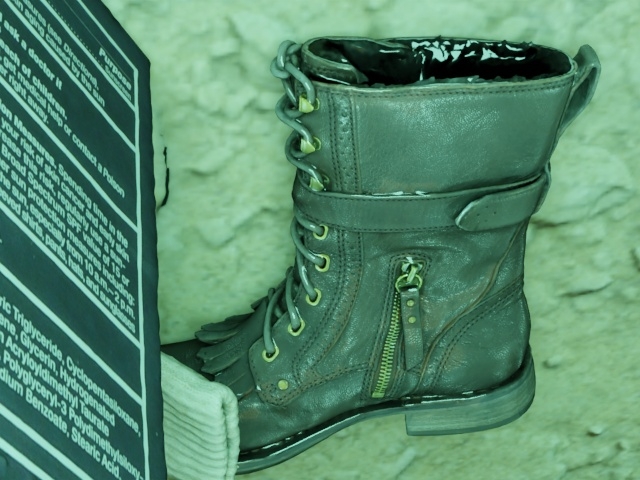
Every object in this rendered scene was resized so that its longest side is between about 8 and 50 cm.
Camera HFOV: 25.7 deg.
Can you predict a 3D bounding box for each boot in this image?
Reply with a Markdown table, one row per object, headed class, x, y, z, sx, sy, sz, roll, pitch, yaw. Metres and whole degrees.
| class | x | y | z | sx | sy | sz | roll | pitch | yaw |
| --- | --- | --- | --- | --- | --- | --- | --- | --- | --- |
| boot | 0.000 | 0.000 | 0.688 | 0.263 | 0.091 | 0.229 | -8 | 130 | -3 |

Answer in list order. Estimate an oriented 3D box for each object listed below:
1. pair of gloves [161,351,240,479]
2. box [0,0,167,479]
| class | x | y | z | sx | sy | sz | roll | pitch | yaw |
| --- | --- | --- | --- | --- | --- | --- | --- | --- | --- |
| pair of gloves | -0.146 | 0.111 | 0.718 | 0.204 | 0.042 | 0.240 | 29 | 135 | 13 |
| box | -0.198 | -0.024 | 0.459 | 0.183 | 0.294 | 0.296 | -22 | 135 | 16 |
